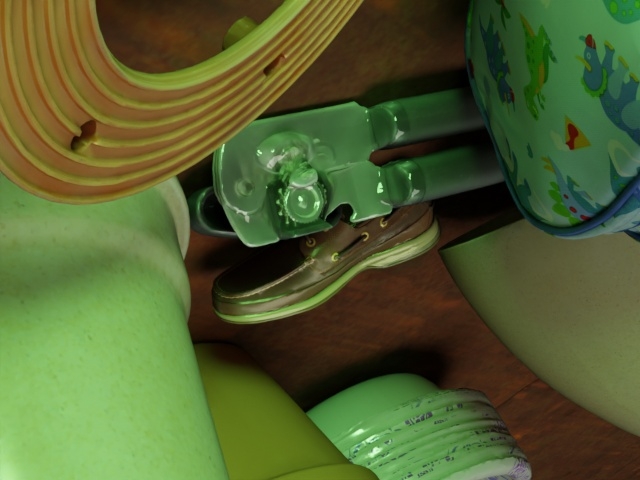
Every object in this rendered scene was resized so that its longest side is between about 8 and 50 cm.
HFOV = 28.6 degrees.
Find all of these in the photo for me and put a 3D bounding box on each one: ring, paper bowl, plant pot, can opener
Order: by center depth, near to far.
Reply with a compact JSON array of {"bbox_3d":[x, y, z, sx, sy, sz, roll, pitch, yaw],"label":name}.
[{"bbox_3d":[-0.020,-0.160,0.479,0.336,0.032,0.336,-48,164,-19],"label":"ring"},{"bbox_3d":[-0.169,0.153,0.657,0.333,0.305,0.334,-22,152,-12],"label":"plant pot"},{"bbox_3d":[0.044,-0.056,0.833,0.283,0.076,0.095,-14,-178,-32],"label":"can opener"},{"bbox_3d":[0.256,0.033,0.931,0.284,0.191,0.284,-25,180,0],"label":"plant pot"},{"bbox_3d":[-0.100,0.218,0.982,0.291,0.203,0.291,-25,154,-13],"label":"plant pot"},{"bbox_3d":[0.054,0.241,1.250,0.284,0.148,0.284,-25,154,-13],"label":"paper bowl"}]

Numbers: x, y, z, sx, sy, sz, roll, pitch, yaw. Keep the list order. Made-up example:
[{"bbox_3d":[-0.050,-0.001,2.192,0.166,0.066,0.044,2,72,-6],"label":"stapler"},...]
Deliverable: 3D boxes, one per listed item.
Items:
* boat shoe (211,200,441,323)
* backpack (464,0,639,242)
[{"bbox_3d":[0.000,0.000,0.880,0.178,0.064,0.060,-25,124,-16],"label":"boat shoe"},{"bbox_3d":[0.204,-0.140,0.635,0.273,0.290,0.355,-23,161,3],"label":"backpack"}]
